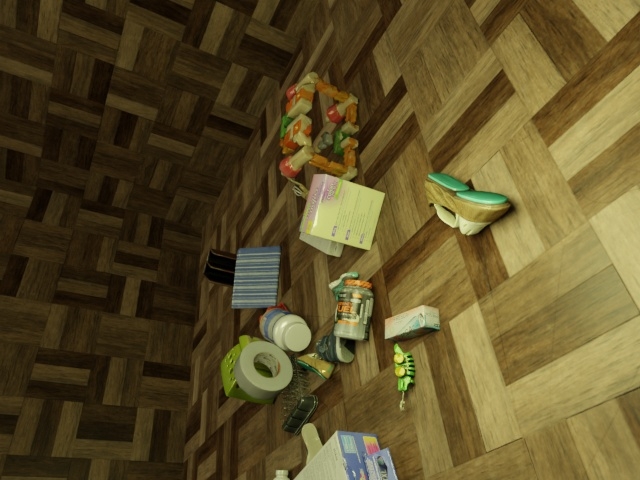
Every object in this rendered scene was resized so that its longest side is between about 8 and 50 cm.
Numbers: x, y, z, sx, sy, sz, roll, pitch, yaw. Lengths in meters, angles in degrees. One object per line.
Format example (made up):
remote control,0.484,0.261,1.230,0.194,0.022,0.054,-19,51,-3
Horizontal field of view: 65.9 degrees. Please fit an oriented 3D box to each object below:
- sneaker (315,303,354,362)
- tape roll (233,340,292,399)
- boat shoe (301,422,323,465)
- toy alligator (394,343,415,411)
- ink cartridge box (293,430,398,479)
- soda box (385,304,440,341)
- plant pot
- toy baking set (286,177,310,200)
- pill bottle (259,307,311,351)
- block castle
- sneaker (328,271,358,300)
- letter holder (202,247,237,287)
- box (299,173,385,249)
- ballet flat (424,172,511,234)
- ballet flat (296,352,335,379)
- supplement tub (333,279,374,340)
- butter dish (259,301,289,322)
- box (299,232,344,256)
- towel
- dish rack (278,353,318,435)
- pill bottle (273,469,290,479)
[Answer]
sneaker,0.051,0.321,1.754,0.163,0.086,0.226,-26,54,56
tape roll,-0.220,0.498,1.902,0.072,0.219,0.219,-57,30,35
boat shoe,-0.013,0.741,1.710,0.065,0.075,0.206,68,-178,-47
toy alligator,0.239,0.378,1.373,0.051,0.056,0.189,-12,56,17
ink cartridge box,0.072,0.732,1.399,0.395,0.151,0.270,-60,29,32
soda box,0.257,0.238,1.401,0.183,0.058,0.063,-38,44,54
plant pot,-0.290,0.560,2.185,0.207,0.227,0.228,-61,27,16
toy baking set,-0.055,-0.180,2.103,0.030,0.256,0.197,-47,11,-9
pill bottle,-0.142,0.375,2.053,0.272,0.152,0.152,5,81,64
block castle,-0.012,-0.440,2.066,0.213,0.303,0.453,-29,51,50
sneaker,0.094,0.169,1.799,0.166,0.065,0.076,-45,54,52
letter holder,-0.450,0.166,2.637,0.214,0.302,0.152,27,100,65
box,0.076,-0.100,1.753,0.117,0.243,0.213,16,92,65
ballet flat,0.373,-0.087,1.299,0.342,0.116,0.124,-137,44,-63
ballet flat,-0.012,0.462,1.849,0.073,0.080,0.232,-51,22,-17
supplement tub,0.113,0.231,1.637,0.117,0.117,0.190,-16,62,62
butter dish,-0.224,0.371,2.268,0.160,0.118,0.160,40,112,64
box,0.000,0.000,2.069,0.324,0.063,0.067,24,100,65
towel,-0.325,0.186,2.518,0.040,0.243,0.336,56,-147,-61
dish rack,-0.104,0.595,1.949,0.208,0.074,0.271,-59,27,27
pill bottle,-0.147,0.927,1.853,0.065,0.065,0.116,-40,43,51
